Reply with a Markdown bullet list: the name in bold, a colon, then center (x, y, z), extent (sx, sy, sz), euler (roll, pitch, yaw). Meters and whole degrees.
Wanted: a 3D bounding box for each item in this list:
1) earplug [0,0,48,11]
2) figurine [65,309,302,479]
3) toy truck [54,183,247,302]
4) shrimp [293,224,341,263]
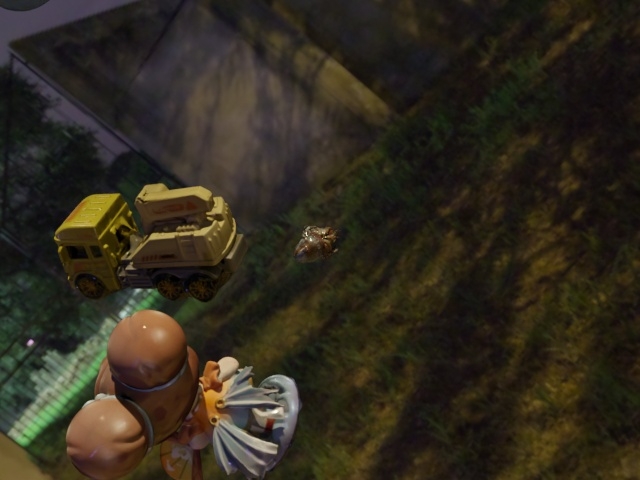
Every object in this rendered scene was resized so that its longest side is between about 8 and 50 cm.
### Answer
- **earplug**: center (-0.556, -0.521, 1.219), extent (0.132, 0.273, 0.132), euler (-30, -29, -19)
- **figurine**: center (-0.230, 0.291, 1.247), extent (0.248, 0.388, 0.277), euler (8, 74, 61)
- **toy truck**: center (-0.374, -0.001, 1.568), extent (0.405, 0.254, 0.181), euler (-1, 34, 17)
- **shrimp**: center (0.000, 0.000, 1.623), extent (0.079, 0.090, 0.233), euler (-41, -4, 26)
